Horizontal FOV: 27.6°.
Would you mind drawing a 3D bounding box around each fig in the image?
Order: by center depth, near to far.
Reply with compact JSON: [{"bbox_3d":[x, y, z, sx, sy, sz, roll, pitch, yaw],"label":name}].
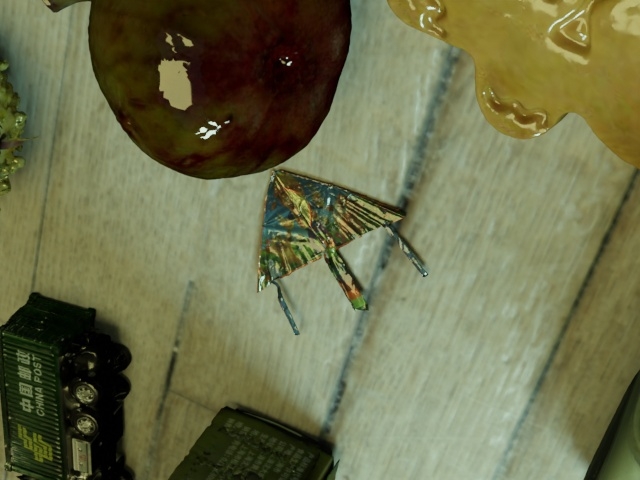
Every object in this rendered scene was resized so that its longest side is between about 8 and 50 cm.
[{"bbox_3d":[-0.132,-0.185,1.073,0.321,0.217,0.217,29,130,36],"label":"fig"}]

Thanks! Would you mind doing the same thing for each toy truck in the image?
[{"bbox_3d":[-0.272,0.196,1.405,0.121,0.088,0.259,13,122,16],"label":"toy truck"}]

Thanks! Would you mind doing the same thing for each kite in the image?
[{"bbox_3d":[0.000,0.000,1.208,0.183,0.010,0.160,-27,101,31],"label":"kite"}]

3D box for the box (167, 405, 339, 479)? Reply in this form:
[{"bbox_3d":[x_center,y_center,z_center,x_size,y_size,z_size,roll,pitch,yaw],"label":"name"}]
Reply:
[{"bbox_3d":[-0.145,0.434,1.277,0.138,0.420,0.373,20,125,15],"label":"box"}]

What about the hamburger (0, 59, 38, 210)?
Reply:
[{"bbox_3d":[-0.398,-0.123,1.239,0.243,0.138,0.261,-33,102,34],"label":"hamburger"}]

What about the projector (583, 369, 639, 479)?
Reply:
[{"bbox_3d":[0.335,0.237,1.043,0.249,0.248,0.249,23,126,11],"label":"projector"}]

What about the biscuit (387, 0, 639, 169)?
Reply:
[{"bbox_3d":[0.223,-0.172,0.976,0.355,0.052,0.275,32,127,5],"label":"biscuit"}]
